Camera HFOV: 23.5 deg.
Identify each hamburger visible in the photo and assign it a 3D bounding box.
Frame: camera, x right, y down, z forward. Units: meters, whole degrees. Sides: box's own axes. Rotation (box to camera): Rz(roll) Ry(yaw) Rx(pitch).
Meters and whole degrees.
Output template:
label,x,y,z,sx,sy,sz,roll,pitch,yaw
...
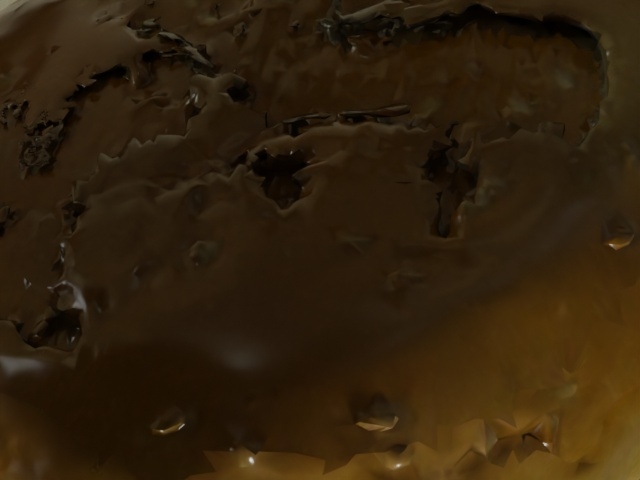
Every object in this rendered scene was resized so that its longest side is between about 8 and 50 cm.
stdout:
label,x,y,z,sx,sy,sz,roll,pitch,yaw
hamburger,-0.007,0.001,0.514,0.304,0.284,0.174,-34,139,-23
